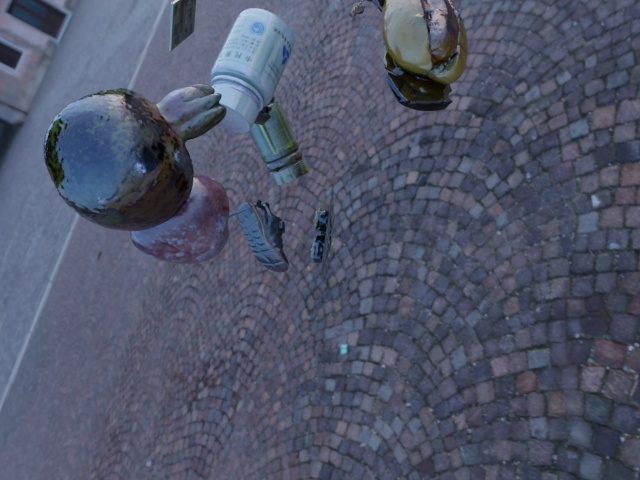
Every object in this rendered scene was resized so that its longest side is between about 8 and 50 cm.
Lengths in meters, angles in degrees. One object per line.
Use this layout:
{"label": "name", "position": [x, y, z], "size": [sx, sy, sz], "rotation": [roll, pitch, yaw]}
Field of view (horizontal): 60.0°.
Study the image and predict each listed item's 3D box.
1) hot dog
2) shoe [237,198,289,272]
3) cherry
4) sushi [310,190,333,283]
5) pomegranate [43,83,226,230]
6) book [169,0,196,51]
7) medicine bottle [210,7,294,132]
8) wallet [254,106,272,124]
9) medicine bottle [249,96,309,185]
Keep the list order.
{"label": "hot dog", "position": [0.171, -0.388, 0.975], "size": [0.107, 0.194, 0.325], "rotation": [-49, 55, 49]}
{"label": "shoe", "position": [-0.189, -0.020, 2.031], "size": [0.114, 0.137, 0.290], "rotation": [-22, 96, 46]}
{"label": "cherry", "position": [-0.323, -0.052, 1.363], "size": [0.213, 0.286, 0.235], "rotation": [-130, 31, -52]}
{"label": "sushi", "position": [0.000, 0.000, 1.344], "size": [0.279, 0.043, 0.192], "rotation": [76, -158, -77]}
{"label": "pomegranate", "position": [-0.326, -0.178, 1.043], "size": [0.341, 0.285, 0.285], "rotation": [-35, 37, -1]}
{"label": "book", "position": [-0.470, -0.758, 1.895], "size": [0.192, 0.013, 0.167], "rotation": [-69, -2, -47]}
{"label": "medicine bottle", "position": [-0.189, -0.436, 1.436], "size": [0.170, 0.170, 0.292], "rotation": [-2, 62, 54]}
{"label": "wallet", "position": [-0.244, -0.372, 1.563], "size": [0.110, 0.198, 0.031], "rotation": [170, 109, -66]}
{"label": "medicine bottle", "position": [-0.173, -0.379, 2.084], "size": [0.151, 0.322, 0.151], "rotation": [-23, 17, 7]}
